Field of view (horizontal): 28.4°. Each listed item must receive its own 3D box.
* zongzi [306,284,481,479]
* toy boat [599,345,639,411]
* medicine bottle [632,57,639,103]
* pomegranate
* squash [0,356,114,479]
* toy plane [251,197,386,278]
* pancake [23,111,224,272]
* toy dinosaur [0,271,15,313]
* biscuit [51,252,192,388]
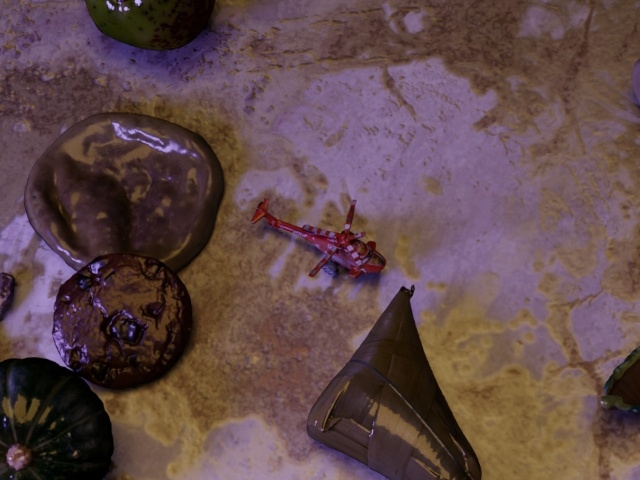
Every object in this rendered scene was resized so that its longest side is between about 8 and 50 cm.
[{"bbox_3d":[0.135,0.199,1.618,0.228,0.115,0.256,29,59,14],"label":"zongzi"},{"bbox_3d":[0.459,0.153,1.611,0.293,0.099,0.108,-29,63,-18],"label":"toy boat"},{"bbox_3d":[0.575,-0.257,1.794,0.252,0.114,0.114,-26,64,-8],"label":"medicine bottle"},{"bbox_3d":[-0.241,-0.395,1.918,0.214,0.214,0.248,27,32,17],"label":"pomegranate"},{"bbox_3d":[-0.364,0.254,1.582,0.218,0.172,0.218,1,86,-14],"label":"squash"},{"bbox_3d":[-0.003,0.007,1.741,0.194,0.077,0.126,2,60,15],"label":"toy plane"},{"bbox_3d":[-0.282,-0.071,1.817,0.294,0.049,0.294,-2,62,3],"label":"pancake"},{"bbox_3d":[-0.457,0.165,1.705,0.199,0.072,0.251,-20,53,-16],"label":"toy dinosaur"},{"bbox_3d":[-0.268,0.106,1.706,0.192,0.049,0.192,0,77,-1],"label":"biscuit"}]
